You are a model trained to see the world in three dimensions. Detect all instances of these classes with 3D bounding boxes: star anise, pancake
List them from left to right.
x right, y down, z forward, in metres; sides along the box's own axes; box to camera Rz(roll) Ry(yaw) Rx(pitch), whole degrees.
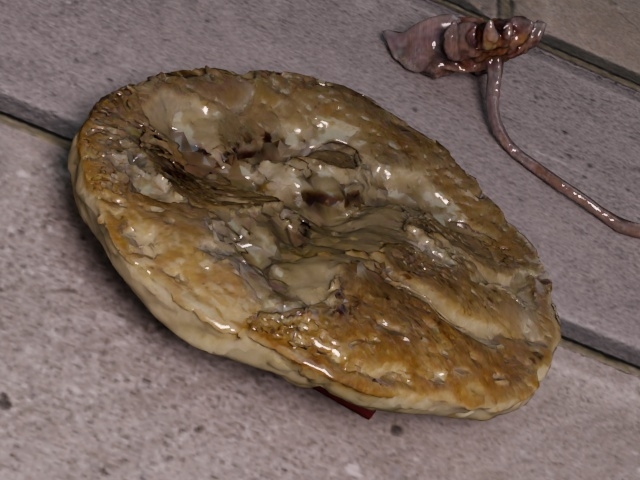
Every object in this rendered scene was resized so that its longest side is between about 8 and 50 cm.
[{"bbox_3d":[0.000,-0.001,1.165,0.387,0.082,0.387,21,28,-12],"label":"pancake"},{"bbox_3d":[0.177,-0.100,1.481,0.148,0.218,0.227,5,78,-76],"label":"star anise"}]

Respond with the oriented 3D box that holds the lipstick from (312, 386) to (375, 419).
[{"bbox_3d":[-0.038,0.068,1.116,0.176,0.027,0.027,28,35,0],"label":"lipstick"}]
